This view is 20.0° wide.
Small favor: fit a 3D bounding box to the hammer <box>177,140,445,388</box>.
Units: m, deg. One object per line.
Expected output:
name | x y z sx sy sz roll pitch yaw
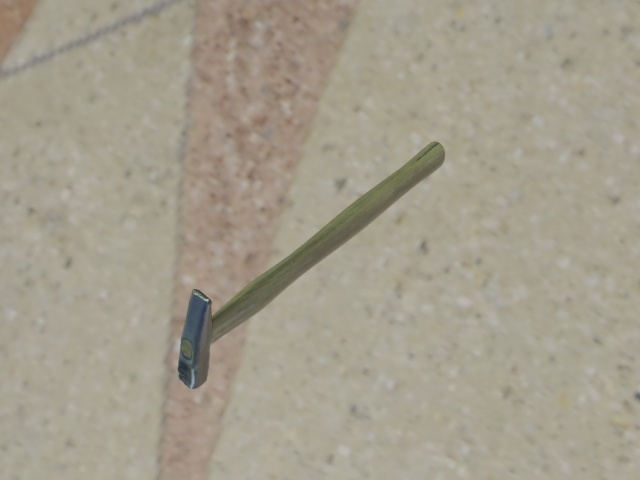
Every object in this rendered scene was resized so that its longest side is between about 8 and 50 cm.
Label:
hammer | 0.000 0.000 0.916 0.013 0.062 0.199 34 51 23
